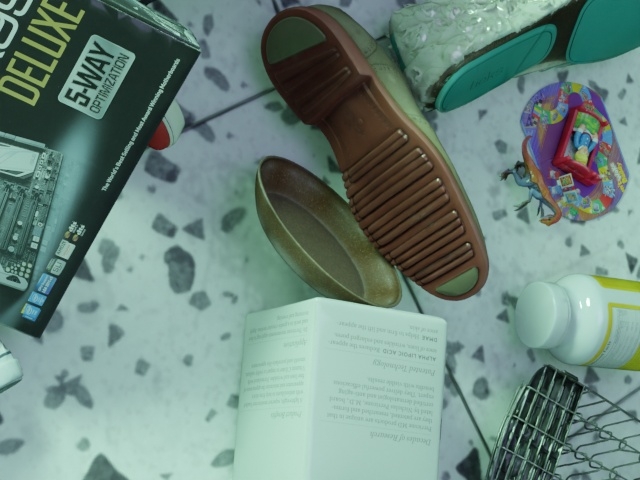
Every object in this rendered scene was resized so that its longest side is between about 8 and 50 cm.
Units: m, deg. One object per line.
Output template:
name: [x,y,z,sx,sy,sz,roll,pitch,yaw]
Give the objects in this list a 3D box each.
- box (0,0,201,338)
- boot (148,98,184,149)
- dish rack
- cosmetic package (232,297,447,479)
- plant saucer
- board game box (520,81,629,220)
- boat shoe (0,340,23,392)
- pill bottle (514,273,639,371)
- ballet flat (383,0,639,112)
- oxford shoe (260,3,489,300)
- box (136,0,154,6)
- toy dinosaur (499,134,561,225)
box: [-0.282,-0.096,1.183,0.242,0.076,0.307,25,106,-24]
boot: [-0.260,-0.137,1.293,0.244,0.088,0.176,43,64,-7]
dish rack: [0.296,0.272,1.543,0.271,0.074,0.208,32,66,-19]
cosmetic package: [0.018,0.162,1.356,0.151,0.151,0.183,11,77,-28]
plant saucer: [0.000,0.000,1.389,0.198,0.036,0.198,41,20,-18]
board game box: [0.311,-0.109,1.637,0.133,0.033,0.168,-20,92,-30]
boat shoe: [-0.367,0.141,1.195,0.226,0.083,0.075,-30,85,-41]
pill bottle: [0.314,0.092,1.563,0.184,0.103,0.103,8,78,-28]
ballet flat: [0.244,-0.265,1.577,0.409,0.147,0.147,-21,92,-31]
oxford shoe: [0.082,-0.103,1.444,0.348,0.123,0.130,59,33,-2]
box: [-0.175,-0.432,1.282,0.318,0.097,0.395,-27,85,-9]
toy dinosaur: [0.242,-0.057,1.567,0.047,0.090,0.082,-24,49,-40]
